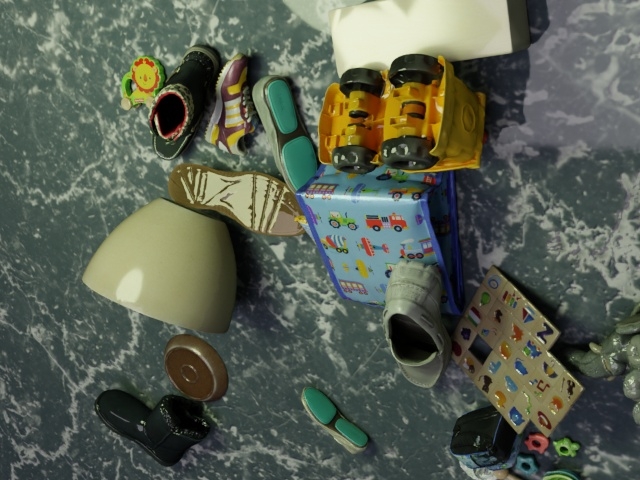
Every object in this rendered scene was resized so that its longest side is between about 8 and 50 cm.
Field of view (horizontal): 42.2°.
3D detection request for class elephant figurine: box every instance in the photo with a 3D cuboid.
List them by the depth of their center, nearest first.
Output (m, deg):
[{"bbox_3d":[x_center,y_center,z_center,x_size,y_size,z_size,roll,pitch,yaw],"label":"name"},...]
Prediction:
[{"bbox_3d":[0.476,0.158,1.201,0.186,0.239,0.169,9,104,-1],"label":"elephant figurine"}]

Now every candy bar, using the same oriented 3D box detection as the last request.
[{"bbox_3d":[0.000,0.000,1.434,0.040,0.018,0.161,12,157,29],"label":"candy bar"}]

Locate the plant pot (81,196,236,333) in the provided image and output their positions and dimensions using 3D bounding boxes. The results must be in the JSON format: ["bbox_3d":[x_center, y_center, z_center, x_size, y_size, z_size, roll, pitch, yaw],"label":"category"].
[{"bbox_3d":[-0.269,0.031,1.535,0.284,0.284,0.191,23,91,20],"label":"plant pot"}]

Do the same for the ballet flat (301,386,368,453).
[{"bbox_3d":[0.019,0.359,1.629,0.168,0.057,0.052,42,138,7],"label":"ballet flat"}]

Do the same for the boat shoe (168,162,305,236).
[{"bbox_3d":[-0.134,-0.078,1.494,0.285,0.089,0.105,20,96,19],"label":"boat shoe"}]

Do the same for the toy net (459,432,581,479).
[{"bbox_3d":[0.343,0.398,1.454,0.232,0.045,0.122,-5,111,34],"label":"toy net"}]

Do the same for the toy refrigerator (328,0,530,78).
[{"bbox_3d":[0.155,-0.304,1.190,0.269,0.094,0.102,-2,105,32],"label":"toy refrigerator"}]

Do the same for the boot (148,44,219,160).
[{"bbox_3d":[-0.258,-0.206,1.429,0.085,0.179,0.236,26,125,-8],"label":"boot"}]

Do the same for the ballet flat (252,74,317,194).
[{"bbox_3d":[-0.060,-0.177,1.411,0.068,0.072,0.213,11,122,58],"label":"ballet flat"}]

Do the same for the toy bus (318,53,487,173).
[{"bbox_3d":[0.137,-0.161,1.210,0.220,0.211,0.150,-3,78,41],"label":"toy bus"}]

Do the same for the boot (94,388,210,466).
[{"bbox_3d":[-0.373,0.385,1.845,0.246,0.094,0.207,40,136,0],"label":"boot"}]

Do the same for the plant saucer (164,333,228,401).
[{"bbox_3d":[-0.276,0.281,1.787,0.168,0.029,0.168,15,121,26],"label":"plant saucer"}]

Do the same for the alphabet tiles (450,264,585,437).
[{"bbox_3d":[0.311,0.189,1.329,0.237,0.009,0.198,50,133,34],"label":"alphabet tiles"}]

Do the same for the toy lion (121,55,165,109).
[{"bbox_3d":[-0.328,-0.292,1.532,0.100,0.034,0.096,3,108,31],"label":"toy lion"}]

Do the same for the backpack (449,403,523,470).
[{"bbox_3d":[0.285,0.344,1.427,0.084,0.105,0.114,42,141,-20],"label":"backpack"}]

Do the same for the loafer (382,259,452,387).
[{"bbox_3d":[0.151,0.160,1.352,0.112,0.111,0.319,9,144,21],"label":"loafer"}]

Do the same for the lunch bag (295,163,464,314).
[{"bbox_3d":[0.113,0.016,1.365,0.220,0.138,0.293,4,126,27],"label":"lunch bag"}]

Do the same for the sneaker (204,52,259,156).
[{"bbox_3d":[-0.137,-0.232,1.426,0.083,0.069,0.185,27,131,7],"label":"sneaker"}]
